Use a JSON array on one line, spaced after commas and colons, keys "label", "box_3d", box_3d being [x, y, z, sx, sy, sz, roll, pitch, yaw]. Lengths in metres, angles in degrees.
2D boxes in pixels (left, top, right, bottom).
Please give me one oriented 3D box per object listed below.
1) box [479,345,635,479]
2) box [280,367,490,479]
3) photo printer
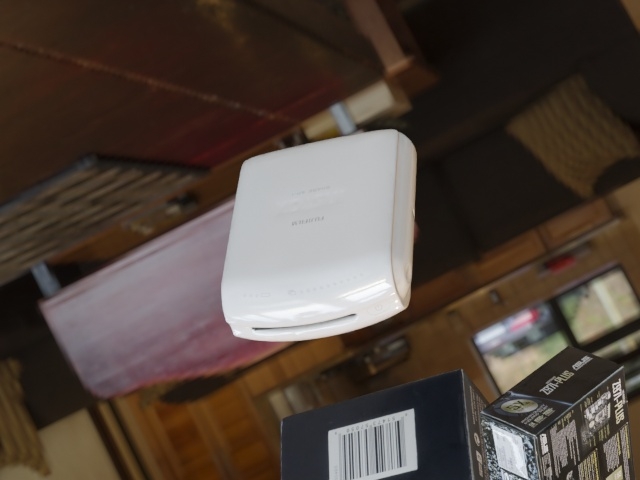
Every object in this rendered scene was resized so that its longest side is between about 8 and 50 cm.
[{"label": "box", "box_3d": [0.254, 0.228, 1.461, 0.147, 0.180, 0.077, -31, -148, -31]}, {"label": "box", "box_3d": [0.157, 0.402, 2.048, 0.294, 0.212, 0.395, -19, 139, 20]}, {"label": "photo printer", "box_3d": [0.000, 0.000, 1.844, 0.256, 0.107, 0.307, -10, -136, 17]}]
